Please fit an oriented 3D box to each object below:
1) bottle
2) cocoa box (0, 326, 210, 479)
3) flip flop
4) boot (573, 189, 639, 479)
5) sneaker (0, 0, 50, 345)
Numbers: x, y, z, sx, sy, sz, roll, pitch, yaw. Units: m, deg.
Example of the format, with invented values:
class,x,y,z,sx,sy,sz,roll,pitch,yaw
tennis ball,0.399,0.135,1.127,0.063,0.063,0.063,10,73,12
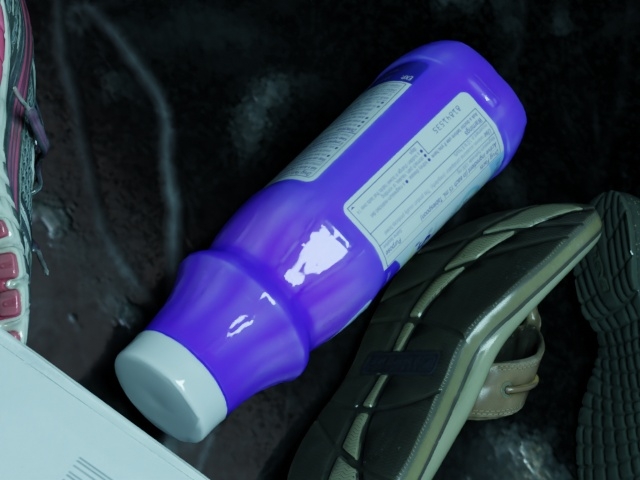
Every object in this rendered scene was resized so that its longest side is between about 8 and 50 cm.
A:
class,x,y,z,sx,sy,sz,roll,pitch,yaw
bottle,0.000,0.000,1.150,0.092,0.118,0.283,48,61,-4
cocoa box,-0.216,0.207,0.872,0.231,0.228,0.347,35,77,2
flip flop,0.080,0.082,1.177,0.080,0.112,0.277,53,56,-31
boot,0.247,0.087,1.257,0.161,0.083,0.246,9,72,-27
sneaker,-0.193,-0.019,1.082,0.121,0.112,0.299,0,83,16
